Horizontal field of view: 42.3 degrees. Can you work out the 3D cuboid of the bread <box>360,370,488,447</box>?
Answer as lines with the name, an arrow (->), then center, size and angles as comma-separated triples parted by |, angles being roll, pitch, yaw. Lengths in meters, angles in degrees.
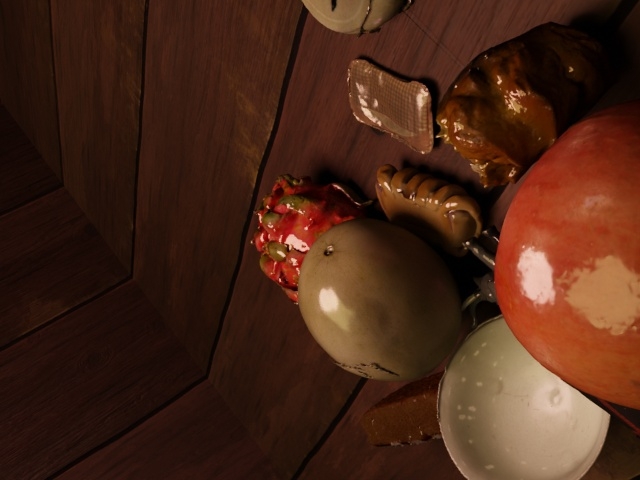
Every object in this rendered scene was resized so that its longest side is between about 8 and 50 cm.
bread -> 0.235, 0.340, 1.689 | 0.113, 0.165, 0.416 | 62, 153, 6

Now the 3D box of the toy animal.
toy animal -> 0.297, 0.041, 1.346 | 0.137, 0.082, 0.269 | 56, 138, 5

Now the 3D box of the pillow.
pillow -> 0.121, -0.238, 1.450 | 0.211, 0.034, 0.135 | 32, 144, 42

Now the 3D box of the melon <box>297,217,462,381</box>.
melon -> 0.110, 0.115, 1.457 | 0.268, 0.268, 0.330 | 17, 157, 51

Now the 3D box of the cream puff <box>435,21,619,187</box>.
cream puff -> 0.252, -0.176, 1.071 | 0.155, 0.269, 0.241 | 44, 140, 3

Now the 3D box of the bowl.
bowl -> 0.369, 0.283, 1.402 | 0.313, 0.146, 0.313 | -16, 66, 40

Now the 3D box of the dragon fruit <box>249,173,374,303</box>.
dragon fruit -> -0.010, 0.005, 1.684 | 0.302, 0.237, 0.231 | 58, 157, 20

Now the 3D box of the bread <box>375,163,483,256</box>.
bread -> 0.192, -0.059, 1.458 | 0.225, 0.081, 0.134 | 27, 143, 42

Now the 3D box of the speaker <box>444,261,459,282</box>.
speaker -> 0.192, 0.073, 1.627 | 0.191, 0.040, 0.046 | -8, 108, 60

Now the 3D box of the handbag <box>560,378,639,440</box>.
handbag -> 0.474, 0.186, 1.170 | 0.169, 0.155, 0.215 | 42, 148, 0

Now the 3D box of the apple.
apple -> 0.396, 0.023, 0.915 | 0.364, 0.364, 0.364 | 38, 146, 33

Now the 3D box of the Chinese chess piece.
Chinese chess piece -> 0.044, -0.442, 1.316 | 0.238, 0.092, 0.237 | 37, 145, 33
